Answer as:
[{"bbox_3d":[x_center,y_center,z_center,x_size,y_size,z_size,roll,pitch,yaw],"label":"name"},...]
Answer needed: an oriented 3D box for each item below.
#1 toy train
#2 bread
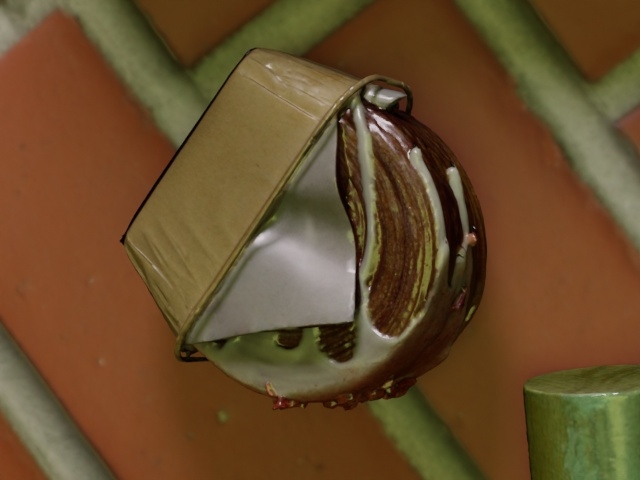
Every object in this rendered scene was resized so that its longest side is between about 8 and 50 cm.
[{"bbox_3d":[0.217,0.209,1.064,0.190,0.126,0.307,-4,98,10],"label":"toy train"},{"bbox_3d":[0.000,0.000,1.072,0.212,0.142,0.224,38,103,17],"label":"bread"}]
